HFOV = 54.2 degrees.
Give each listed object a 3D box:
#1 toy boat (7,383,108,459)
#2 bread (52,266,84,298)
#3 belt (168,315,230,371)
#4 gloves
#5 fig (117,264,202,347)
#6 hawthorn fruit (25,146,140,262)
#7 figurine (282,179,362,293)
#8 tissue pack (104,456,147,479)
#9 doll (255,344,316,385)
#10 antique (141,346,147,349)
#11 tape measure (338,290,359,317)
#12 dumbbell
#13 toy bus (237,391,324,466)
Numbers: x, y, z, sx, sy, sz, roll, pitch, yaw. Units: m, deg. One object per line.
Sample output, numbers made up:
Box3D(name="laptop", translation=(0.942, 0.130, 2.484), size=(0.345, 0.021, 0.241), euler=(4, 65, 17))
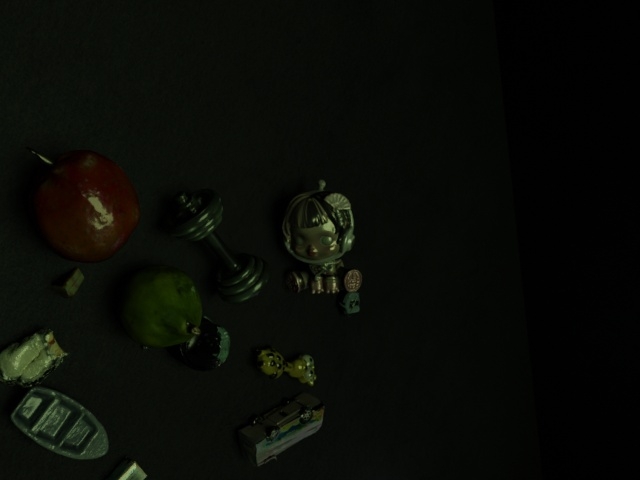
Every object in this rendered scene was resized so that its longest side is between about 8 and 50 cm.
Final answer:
Box3D(name="toy boat", translation=(-0.642, 0.459, 1.559), size=(0.283, 0.078, 0.127), euler=(51, 59, -36))
Box3D(name="bread", translation=(-0.630, 0.112, 1.548), size=(0.062, 0.109, 0.043), euler=(-23, 113, 6))
Box3D(name="belt", translation=(-0.349, 0.299, 1.828), size=(0.198, 0.078, 0.151), euler=(38, 73, -47))
Box3D(name="gloves", translation=(-0.690, 0.286, 1.489), size=(0.153, 0.070, 0.114), euler=(-37, 102, -38))
Box3D(name="fig", translation=(-0.402, 0.162, 1.623), size=(0.233, 0.314, 0.232), euler=(8, 70, -24))
Box3D(name="hawthorn fruit", translation=(-0.573, -0.098, 1.448), size=(0.300, 0.254, 0.254), euler=(48, 62, -34))
Box3D(name="figurine", translation=(-0.010, 0.001, 2.060), size=(0.211, 0.254, 0.361), euler=(-94, 174, -64))
Box3D(name="tissue pack", translation=(-0.533, 0.652, 1.704), size=(0.094, 0.059, 0.074), euler=(-46, 123, -32))
Box3D(name="doll", translation=(-0.108, 0.420, 2.089), size=(0.291, 0.086, 0.117), euler=(26, 47, -45))
Box3D(name="antique", translation=(-0.429, 0.261, 1.794), size=(0.192, 0.015, 0.030), euler=(-23, 111, -41))
Box3D(name="tape measure", translation=(0.105, 0.230, 2.303), size=(0.091, 0.054, 0.094), euler=(-27, 122, -39))
Box3D(name="dumbbell", translation=(-0.290, 0.020, 1.792), size=(0.179, 0.179, 0.406), euler=(-52, 127, -28))
Box3D(name="toy bus", translation=(-0.130, 0.626, 2.082), size=(0.317, 0.113, 0.137), euler=(-18, 118, -42))
